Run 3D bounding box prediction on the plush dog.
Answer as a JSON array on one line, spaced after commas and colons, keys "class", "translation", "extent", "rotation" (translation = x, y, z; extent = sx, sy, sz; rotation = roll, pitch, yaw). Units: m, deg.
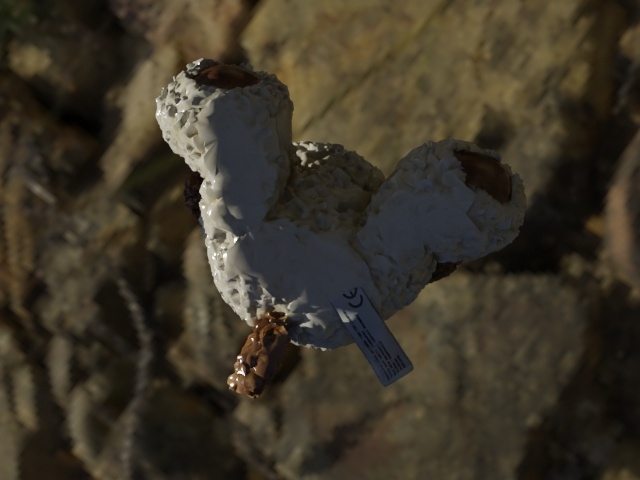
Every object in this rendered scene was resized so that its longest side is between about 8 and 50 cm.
[{"class": "plush dog", "translation": [0.000, 0.000, 1.366], "extent": [0.262, 0.210, 0.225], "rotation": [19, -173, 5]}]
